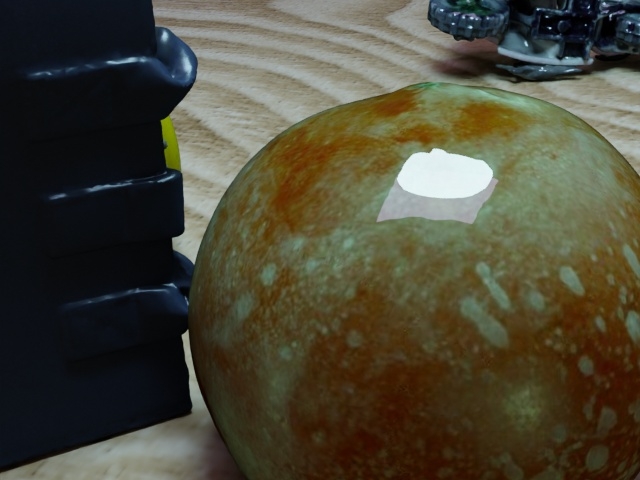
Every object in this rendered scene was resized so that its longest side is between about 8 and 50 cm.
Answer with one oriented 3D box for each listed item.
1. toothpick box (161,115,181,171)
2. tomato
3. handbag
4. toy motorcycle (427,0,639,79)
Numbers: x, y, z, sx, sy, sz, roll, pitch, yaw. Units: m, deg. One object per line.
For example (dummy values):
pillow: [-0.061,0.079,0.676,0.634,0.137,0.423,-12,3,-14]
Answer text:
toothpick box: [-0.262,-0.044,0.762,0.175,0.175,0.271,21,39,40]
tomato: [0.059,0.026,0.526,0.270,0.223,0.270,0,25,0]
handbag: [-0.227,-0.010,0.536,0.329,0.303,0.122,-13,31,-20]
toy motorcycle: [0.294,-0.292,1.236,0.326,0.143,0.188,3,26,-3]
